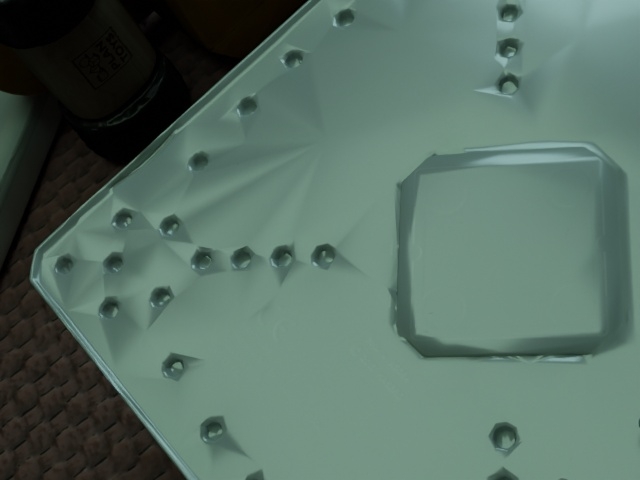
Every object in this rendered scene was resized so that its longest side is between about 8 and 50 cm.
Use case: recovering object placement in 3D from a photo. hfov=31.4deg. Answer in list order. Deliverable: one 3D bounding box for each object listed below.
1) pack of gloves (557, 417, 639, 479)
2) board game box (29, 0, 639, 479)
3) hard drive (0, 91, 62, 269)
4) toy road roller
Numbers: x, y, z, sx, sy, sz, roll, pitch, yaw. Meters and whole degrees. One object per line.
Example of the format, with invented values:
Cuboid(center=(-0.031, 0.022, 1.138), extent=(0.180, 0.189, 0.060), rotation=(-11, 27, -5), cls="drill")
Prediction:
Cuboid(center=(0.144, 0.084, 0.400), extent=(0.195, 0.046, 0.232), rotation=(-38, 10, -13), cls="pack of gloves")
Cuboid(center=(0.099, 0.013, 0.591), extent=(0.390, 0.050, 0.390), rotation=(-43, 63, -5), cls="board game box")
Cuboid(center=(-0.335, -0.063, 0.973), extent=(0.233, 0.047, 0.353), rotation=(-5, 54, 27), cls="hard drive")
Cuboid(center=(-0.157, -0.252, 0.879), extent=(0.329, 0.202, 0.240), rotation=(-44, 56, -7), cls="toy road roller")
